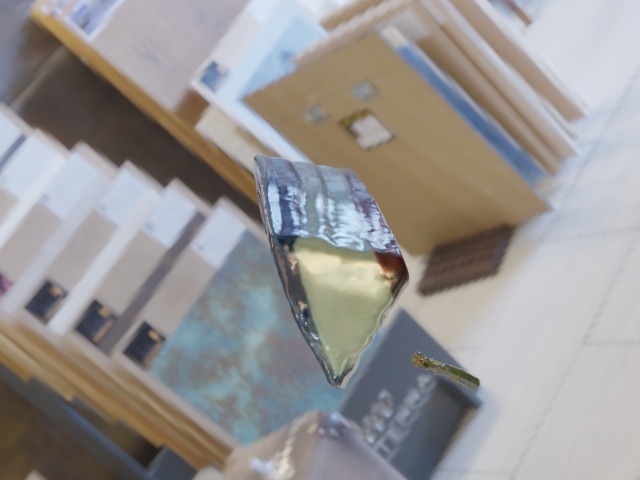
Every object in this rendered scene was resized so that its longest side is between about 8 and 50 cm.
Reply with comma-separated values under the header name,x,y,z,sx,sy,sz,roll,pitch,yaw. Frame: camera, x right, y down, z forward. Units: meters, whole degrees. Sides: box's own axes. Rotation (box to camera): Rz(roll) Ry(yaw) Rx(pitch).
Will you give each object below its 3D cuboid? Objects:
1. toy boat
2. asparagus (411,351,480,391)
name,x,y,z,sx,sy,sz,roll,pitch,yaw
toy boat,0.000,0.000,0.525,0.046,0.080,0.229,-23,8,1
asparagus,0.116,0.120,1.260,0.018,0.127,0.015,-24,63,22
